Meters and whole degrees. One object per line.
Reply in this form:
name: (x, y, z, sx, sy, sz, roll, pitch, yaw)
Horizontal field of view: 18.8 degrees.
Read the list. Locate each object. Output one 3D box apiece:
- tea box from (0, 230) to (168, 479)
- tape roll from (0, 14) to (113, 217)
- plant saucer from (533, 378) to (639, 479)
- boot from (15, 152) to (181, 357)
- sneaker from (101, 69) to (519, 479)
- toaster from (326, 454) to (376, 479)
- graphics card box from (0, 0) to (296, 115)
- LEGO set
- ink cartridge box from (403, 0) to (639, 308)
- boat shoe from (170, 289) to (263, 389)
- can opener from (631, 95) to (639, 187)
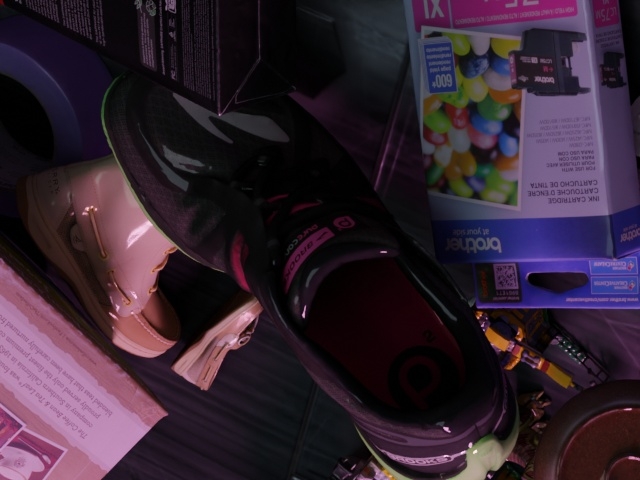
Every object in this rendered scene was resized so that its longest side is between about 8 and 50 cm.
tea box: (-0.372, 0.081, 1.824, 0.329, 0.220, 0.323, 48, 176, -39)
tape roll: (-0.296, -0.123, 1.922, 0.189, 0.080, 0.189, 13, 121, 23)
plant saucer: (0.270, 0.206, 1.683, 0.168, 0.029, 0.168, 0, 95, 6)
boot: (-0.148, -0.003, 1.886, 0.203, 0.095, 0.262, -23, 131, 12)
sneaker: (0.000, 0.000, 1.662, 0.483, 0.185, 0.202, 44, 167, 14)
toaster: (0.043, 0.323, 1.940, 0.146, 0.129, 0.227, 32, 123, 6)
graphics card box: (-0.167, -0.277, 1.685, 0.371, 0.094, 0.233, 29, 128, 44)
LEGO set: (0.186, 0.222, 1.766, 0.331, 0.192, 0.255, 49, 126, -2)
ink cartridge box: (0.173, -0.088, 1.643, 0.186, 0.065, 0.311, -1, 102, 39)
boat shoe: (-0.094, 0.099, 1.944, 0.048, 0.056, 0.153, 40, 128, -7)
can opener: (0.382, -0.058, 1.605, 0.280, 0.074, 0.093, 18, 156, 22)
